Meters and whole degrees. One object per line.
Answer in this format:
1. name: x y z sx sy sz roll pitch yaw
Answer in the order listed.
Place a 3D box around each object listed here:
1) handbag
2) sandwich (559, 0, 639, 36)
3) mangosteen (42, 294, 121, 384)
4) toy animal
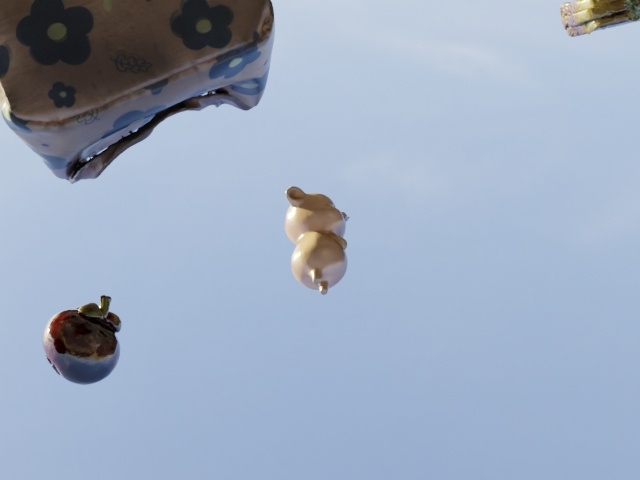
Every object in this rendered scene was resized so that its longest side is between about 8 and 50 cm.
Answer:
1. handbag: -0.168 -0.169 1.420 0.251 0.193 0.190 -22 -105 -8
2. sandwich: 0.280 -0.220 1.552 0.093 0.035 0.105 -14 -174 2
3. mangosteen: -0.229 0.101 1.586 0.081 0.081 0.081 10 -155 -5
4. toy animal: -0.007 0.000 1.933 0.089 0.083 0.150 9 -137 -24
